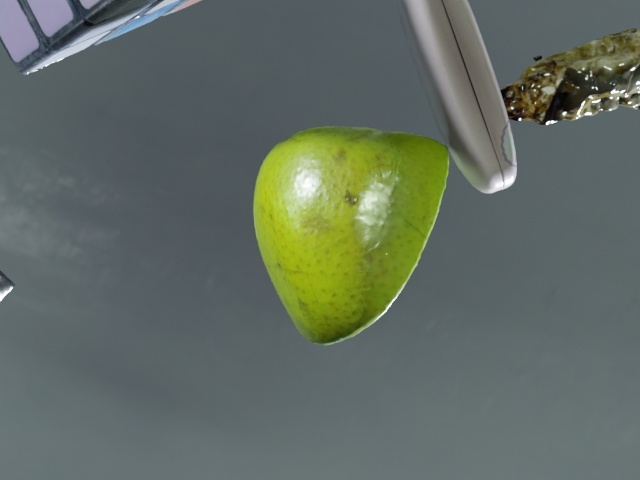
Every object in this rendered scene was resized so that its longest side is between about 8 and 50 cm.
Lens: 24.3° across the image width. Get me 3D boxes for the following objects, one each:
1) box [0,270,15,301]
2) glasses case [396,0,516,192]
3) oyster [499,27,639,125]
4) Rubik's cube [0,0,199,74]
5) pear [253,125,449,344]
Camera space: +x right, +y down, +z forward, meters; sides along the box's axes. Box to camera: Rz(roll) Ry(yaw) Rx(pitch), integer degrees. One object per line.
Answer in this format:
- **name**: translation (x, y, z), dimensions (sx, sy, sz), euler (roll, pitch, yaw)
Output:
- **box**: translation (-0.547, 0.009, 1.605), dimensions (0.251, 0.204, 0.345), euler (35, 174, 29)
- **glasses case**: translation (0.153, -0.194, 1.694), dimensions (0.075, 0.113, 0.297), euler (-22, 104, -7)
- **oyster**: translation (0.361, -0.190, 1.793), dimensions (0.345, 0.079, 0.129), euler (-14, 134, -12)
- **Rubik's cube**: translation (-0.239, -0.444, 1.764), dimensions (0.362, 0.363, 0.359), euler (-17, 104, 53)
- **pear**: translation (-0.001, -0.002, 1.740), dimensions (0.139, 0.239, 0.288), euler (19, 158, -37)
